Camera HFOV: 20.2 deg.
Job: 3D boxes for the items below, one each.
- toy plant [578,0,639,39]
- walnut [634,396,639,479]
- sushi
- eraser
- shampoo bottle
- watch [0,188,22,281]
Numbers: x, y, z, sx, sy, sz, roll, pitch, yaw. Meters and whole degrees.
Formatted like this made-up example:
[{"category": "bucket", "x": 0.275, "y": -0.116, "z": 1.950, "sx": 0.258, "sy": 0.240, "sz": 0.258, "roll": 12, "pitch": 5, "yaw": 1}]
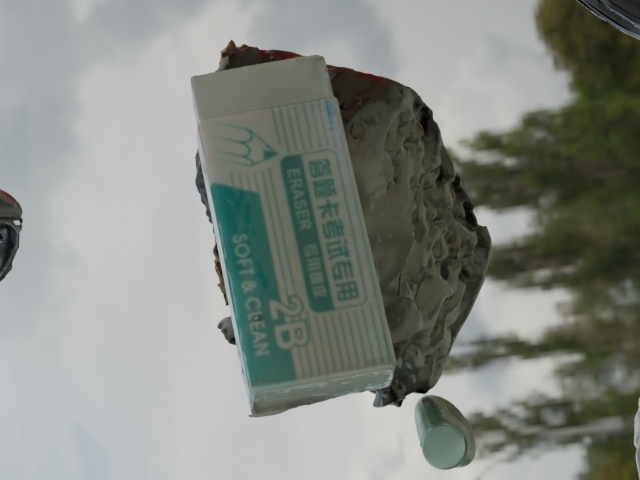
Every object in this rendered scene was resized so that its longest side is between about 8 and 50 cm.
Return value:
[{"category": "toy plant", "x": 0.160, "y": -0.168, "z": 0.726, "sx": 0.235, "sy": 0.175, "sz": 0.218, "roll": -34, "pitch": -69, "yaw": -85}, {"category": "walnut", "x": 0.439, "y": 0.181, "z": 1.570, "sx": 0.333, "sy": 0.333, "sz": 0.332, "roll": -8, "pitch": -90, "yaw": -74}, {"category": "sushi", "x": 0.000, "y": 0.000, "z": 1.495, "sx": 0.234, "sy": 0.207, "sz": 0.348, "roll": -57, "pitch": -33, "yaw": -26}, {"category": "eraser", "x": -0.020, "y": -0.006, "z": 1.160, "sx": 0.052, "sy": 0.096, "sz": 0.225, "roll": 90, "pitch": 169, "yaw": -67}, {"category": "shampoo bottle", "x": 0.103, "y": 0.163, "z": 1.483, "sx": 0.069, "sy": 0.041, "sz": 0.191, "roll": 57, "pitch": -178, "yaw": 3}, {"category": "watch", "x": -0.400, "y": 0.028, "z": 1.821, "sx": 0.068, "sy": 0.193, "sz": 0.206, "roll": 42, "pitch": -163, "yaw": 20}]
